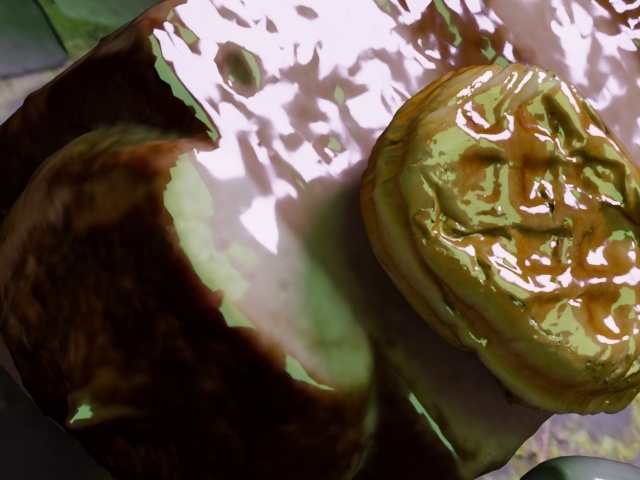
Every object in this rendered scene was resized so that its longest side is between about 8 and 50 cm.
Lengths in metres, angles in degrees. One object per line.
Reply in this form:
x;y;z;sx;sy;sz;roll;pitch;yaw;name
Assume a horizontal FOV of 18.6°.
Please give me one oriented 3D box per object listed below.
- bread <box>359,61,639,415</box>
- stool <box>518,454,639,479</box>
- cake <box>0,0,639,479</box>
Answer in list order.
0.061;0.001;0.570;0.111;0.044;0.083;49;57;-7;bread
0.122;0.194;0.614;0.198;0.195;0.195;20;34;-31;stool
0.000;0.000;0.677;0.196;0.199;0.293;53;51;-4;cake
